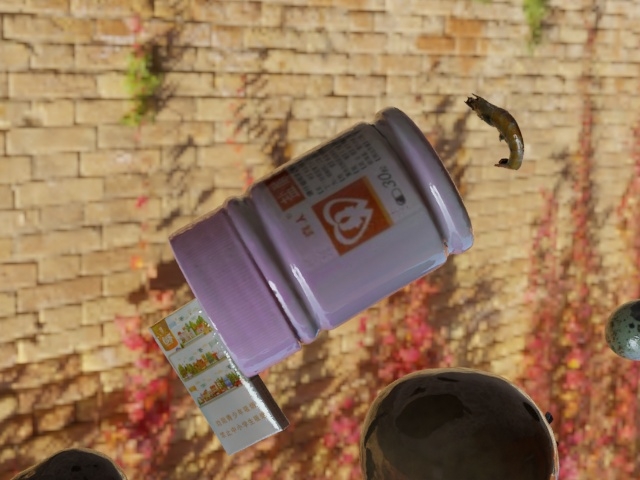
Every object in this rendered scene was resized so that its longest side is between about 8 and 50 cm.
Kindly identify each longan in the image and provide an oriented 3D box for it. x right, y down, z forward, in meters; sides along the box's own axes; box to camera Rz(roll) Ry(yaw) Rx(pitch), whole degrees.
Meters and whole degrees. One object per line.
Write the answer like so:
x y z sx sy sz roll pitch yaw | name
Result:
-0.396 0.427 1.755 0.213 0.198 0.198 -16 -165 -21 | longan
0.182 0.291 1.487 0.258 0.258 0.258 1 -171 0 | longan

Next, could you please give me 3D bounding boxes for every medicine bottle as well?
0.000 0.000 1.334 0.316 0.202 0.202 -30 -167 -5 | medicine bottle

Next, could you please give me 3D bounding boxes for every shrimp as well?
0.200 -0.123 1.304 0.023 0.083 0.114 -23 -139 -16 | shrimp

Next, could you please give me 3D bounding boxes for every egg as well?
0.450 0.123 1.569 0.110 0.085 0.085 -21 176 32 | egg

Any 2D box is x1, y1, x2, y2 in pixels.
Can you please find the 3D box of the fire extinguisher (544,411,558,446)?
0.339 0.328 1.896 0.105 0.104 0.269 5 171 24 | fire extinguisher

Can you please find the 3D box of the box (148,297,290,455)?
-0.146 0.192 1.603 0.122 0.220 0.032 -31 -178 38 | box
